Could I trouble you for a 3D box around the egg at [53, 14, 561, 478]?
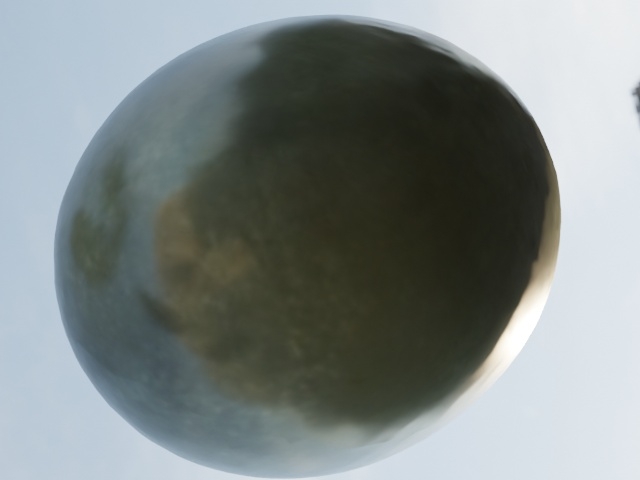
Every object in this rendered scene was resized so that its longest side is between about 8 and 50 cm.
[{"bbox_3d":[0.000,0.000,0.857,0.352,0.258,0.258,-28,-79,-54],"label":"egg"}]
